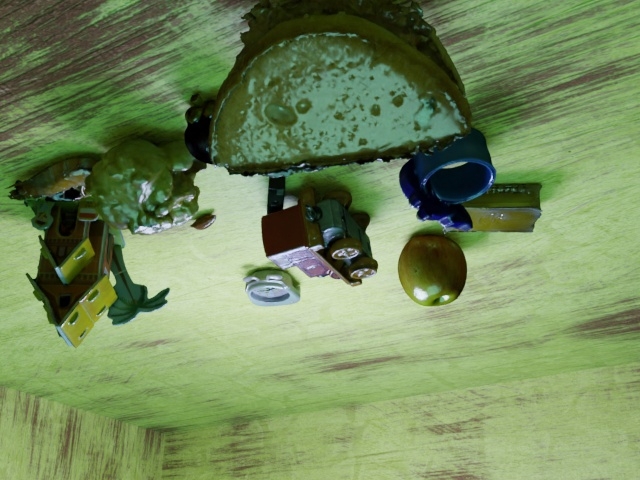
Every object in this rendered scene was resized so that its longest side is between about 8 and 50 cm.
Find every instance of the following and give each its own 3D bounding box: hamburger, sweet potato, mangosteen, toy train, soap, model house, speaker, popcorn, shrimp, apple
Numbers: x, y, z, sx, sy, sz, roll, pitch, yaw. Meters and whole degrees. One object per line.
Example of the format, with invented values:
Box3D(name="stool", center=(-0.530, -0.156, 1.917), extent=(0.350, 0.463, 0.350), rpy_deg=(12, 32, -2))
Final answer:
Box3D(name="hamburger", center=(0.020, -0.290, 1.326), extent=(0.445, 0.268, 0.287), rpy_deg=(-4, 123, 13))
Box3D(name="sweet potato", center=(-0.299, -0.046, 2.066), extent=(0.095, 0.034, 0.034), rpy_deg=(-18, 148, 38))
Box3D(name="mangosteen", center=(-0.218, -0.228, 1.619), extent=(0.137, 0.137, 0.151), rpy_deg=(-16, 115, 30))
Box3D(name="toy train", center=(0.000, 0.000, 1.979), extent=(0.231, 0.163, 0.369), rpy_deg=(-15, 155, 16))
Box3D(name="soap", center=(0.418, -0.074, 1.959), extent=(0.233, 0.076, 0.135), rpy_deg=(-2, 155, 2))
Box3D(name="model house", center=(-0.563, 0.084, 2.006), extent=(0.340, 0.324, 0.300), rpy_deg=(2, 154, -3))
Box3D(name="speaker", center=(-0.109, -0.095, 1.953), extent=(0.040, 0.046, 0.191), rpy_deg=(2, 154, -5))
Box3D(name="popcorn", center=(-0.377, -0.133, 1.759), extent=(0.266, 0.192, 0.233), rpy_deg=(-31, 131, 7))
Box3D(name="shrimp", center=(-0.600, -0.130, 1.878), extent=(0.287, 0.063, 0.152), rpy_deg=(-13, 157, 24))
Box3D(name="apple", center=(0.304, 0.085, 2.170), extent=(0.196, 0.196, 0.196), rpy_deg=(0, 154, 0))

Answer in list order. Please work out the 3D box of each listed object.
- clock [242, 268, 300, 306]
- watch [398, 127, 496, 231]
Box3D(name="clock", center=(-0.149, 0.137, 2.403), extent=(0.151, 0.062, 0.191), rpy_deg=(-6, 152, 13))
Box3D(name="watch", center=(0.288, -0.143, 1.749), extent=(0.196, 0.171, 0.200), rpy_deg=(7, 144, -40))
